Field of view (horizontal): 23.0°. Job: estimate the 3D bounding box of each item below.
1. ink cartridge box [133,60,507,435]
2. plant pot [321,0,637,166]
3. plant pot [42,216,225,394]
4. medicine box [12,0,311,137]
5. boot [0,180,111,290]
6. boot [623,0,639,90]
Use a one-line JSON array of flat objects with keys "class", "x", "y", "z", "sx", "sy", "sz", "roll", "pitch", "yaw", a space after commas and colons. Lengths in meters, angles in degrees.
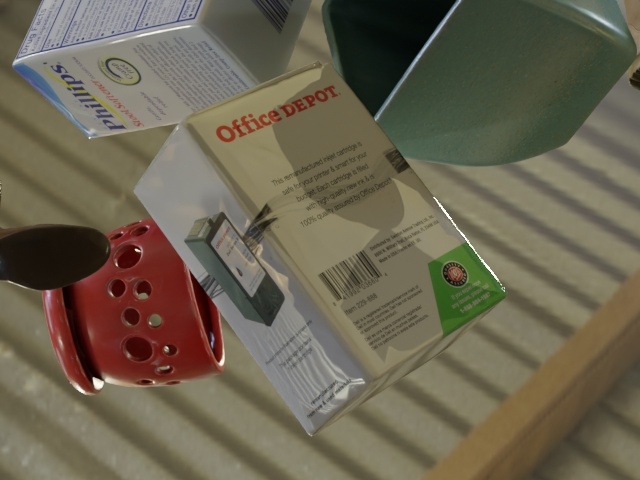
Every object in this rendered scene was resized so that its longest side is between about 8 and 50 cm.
[{"class": "ink cartridge box", "x": 0.000, "y": 0.000, "z": 1.460, "sx": 0.211, "sy": 0.121, "sz": 0.289, "roll": -27, "pitch": -104, "yaw": -43}, {"class": "plant pot", "x": 0.182, "y": -0.224, "z": 1.656, "sx": 0.252, "sy": 0.248, "sz": 0.247, "roll": 16, "pitch": -140, "yaw": -25}, {"class": "plant pot", "x": -0.210, "y": 0.076, "z": 1.760, "sx": 0.174, "sy": 0.191, "sz": 0.191, "roll": -14, "pitch": -134, "yaw": 1}, {"class": "medicine box", "x": -0.165, "y": -0.277, "z": 1.790, "sx": 0.289, "sy": 0.149, "sz": 0.264, "roll": -6, "pitch": -127, "yaw": 36}, {"class": "boot", "x": -0.172, "y": -0.012, "z": 0.855, "sx": 0.106, "sy": 0.037, "sz": 0.114, "roll": -7, "pitch": -154, "yaw": -11}, {"class": "boot", "x": 0.415, "y": -0.339, "z": 1.829, "sx": 0.089, "sy": 0.236, "sz": 0.270, "roll": 12, "pitch": -117, "yaw": -29}]
